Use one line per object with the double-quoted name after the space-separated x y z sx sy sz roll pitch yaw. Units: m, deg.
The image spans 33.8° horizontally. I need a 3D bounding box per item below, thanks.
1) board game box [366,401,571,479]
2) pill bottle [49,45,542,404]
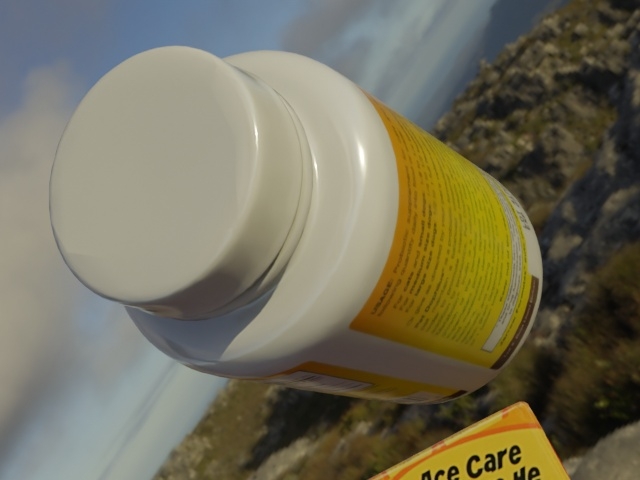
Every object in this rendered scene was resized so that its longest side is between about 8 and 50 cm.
0.059 0.355 0.568 0.357 0.356 0.356 -29 -26 5 "board game box"
0.000 0.000 0.413 0.117 0.117 0.215 -55 -31 8 "pill bottle"
